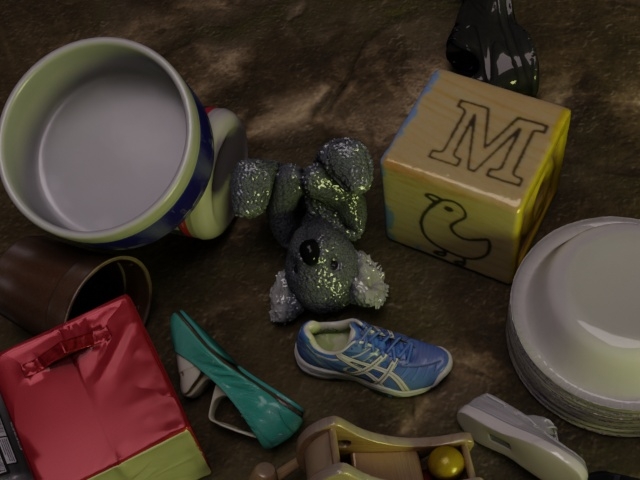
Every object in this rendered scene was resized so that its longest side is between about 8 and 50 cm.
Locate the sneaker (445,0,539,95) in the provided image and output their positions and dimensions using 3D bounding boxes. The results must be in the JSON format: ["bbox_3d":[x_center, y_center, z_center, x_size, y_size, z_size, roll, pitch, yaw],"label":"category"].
[{"bbox_3d":[0.255,-0.339,1.589,0.130,0.109,0.286,-15,54,3],"label":"sneaker"}]

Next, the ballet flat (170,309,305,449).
[{"bbox_3d":[-0.132,0.186,1.290,0.247,0.083,0.087,35,80,27],"label":"ballet flat"}]

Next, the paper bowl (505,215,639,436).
[{"bbox_3d":[0.382,0.092,1.256,0.284,0.148,0.284,-3,57,5],"label":"paper bowl"}]

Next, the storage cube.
[{"bbox_3d":[-0.263,0.217,1.204,0.184,0.215,0.193,-25,63,-12],"label":"storage cube"}]

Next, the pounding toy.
[{"bbox_3d":[0.046,0.250,1.168,0.270,0.154,0.154,-3,45,-6],"label":"pounding toy"}]

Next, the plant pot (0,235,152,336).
[{"bbox_3d":[-0.345,0.075,1.346,0.165,0.167,0.167,20,60,28],"label":"plant pot"}]

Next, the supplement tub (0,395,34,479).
[{"bbox_3d":[-0.409,0.281,1.230,0.117,0.117,0.190,-26,58,-11],"label":"supplement tub"}]

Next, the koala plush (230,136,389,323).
[{"bbox_3d":[0.000,0.000,1.364,0.196,0.203,0.221,-13,76,8],"label":"koala plush"}]

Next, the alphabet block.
[{"bbox_3d":[0.214,-0.090,1.371,0.197,0.192,0.193,21,63,20],"label":"alphabet block"}]

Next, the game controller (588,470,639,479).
[{"bbox_3d":[0.400,0.353,1.063,0.319,0.067,0.166,5,69,42],"label":"game controller"}]

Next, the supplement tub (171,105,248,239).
[{"bbox_3d":[-0.258,-0.114,1.435,0.272,0.191,0.191,11,58,13],"label":"supplement tub"}]

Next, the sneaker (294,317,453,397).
[{"bbox_3d":[0.067,0.149,1.289,0.211,0.081,0.080,4,55,7],"label":"sneaker"}]

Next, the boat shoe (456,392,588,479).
[{"bbox_3d":[0.253,0.238,1.206,0.063,0.066,0.184,-38,34,-27],"label":"boat shoe"}]

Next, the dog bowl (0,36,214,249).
[{"bbox_3d":[-0.276,-0.122,1.286,0.265,0.104,0.264,-2,80,10],"label":"dog bowl"}]
